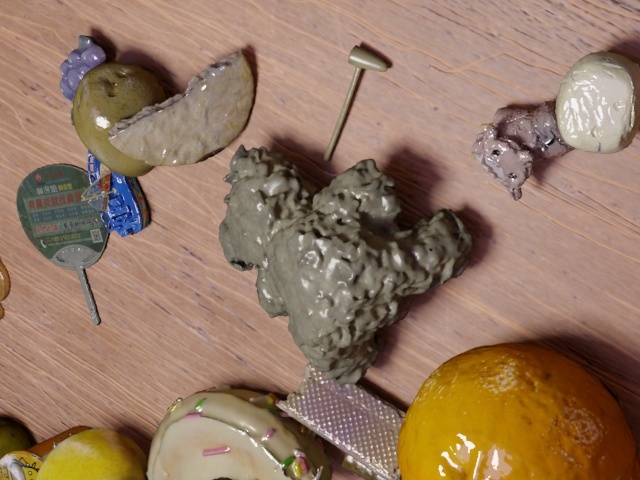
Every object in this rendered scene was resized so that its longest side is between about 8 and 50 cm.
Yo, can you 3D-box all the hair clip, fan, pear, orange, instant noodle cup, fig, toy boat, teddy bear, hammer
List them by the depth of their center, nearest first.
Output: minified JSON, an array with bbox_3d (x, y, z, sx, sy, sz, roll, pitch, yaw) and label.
[{"bbox_3d":[0.269,0.314,1.640,0.340,0.293,0.341,12,116,26],"label":"orange"},{"bbox_3d":[0.047,-0.195,1.757,0.060,0.028,0.195,28,124,13],"label":"hammer"},{"bbox_3d":[0.000,0.000,1.778,0.367,0.224,0.357,53,129,22],"label":"teddy bear"},{"bbox_3d":[-0.390,-0.258,1.995,0.124,0.052,0.195,20,126,33],"label":"hair clip"},{"bbox_3d":[-0.366,-0.084,1.999,0.091,0.110,0.175,-15,98,35],"label":"toy boat"},{"bbox_3d":[-0.375,0.473,2.062,0.178,0.267,0.267,4,113,61],"label":"pear"},{"bbox_3d":[-0.441,-0.015,2.134,0.294,0.012,0.223,52,125,5],"label":"fan"},{"bbox_3d":[-0.491,0.466,2.245,0.215,0.172,0.216,12,114,28],"label":"instant noodle cup"},{"bbox_3d":[-0.628,0.430,2.377,0.133,0.185,0.127,-2,68,38],"label":"fig"}]

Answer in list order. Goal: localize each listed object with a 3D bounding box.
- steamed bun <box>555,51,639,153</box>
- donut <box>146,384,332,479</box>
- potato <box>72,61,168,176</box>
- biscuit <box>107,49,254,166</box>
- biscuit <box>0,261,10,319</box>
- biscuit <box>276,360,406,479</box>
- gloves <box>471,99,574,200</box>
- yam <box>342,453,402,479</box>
[{"bbox_3d":[0.364,-0.181,1.518,0.112,0.091,0.130,13,111,23],"label":"steamed bun"},{"bbox_3d":[-0.154,0.406,2.027,0.307,0.150,0.371,40,124,14],"label":"donut"},{"bbox_3d":[-0.324,-0.188,1.917,0.157,0.157,0.194,27,143,21],"label":"potato"},{"bbox_3d":[-0.200,-0.186,1.843,0.250,0.032,0.133,-32,126,3],"label":"biscuit"},{"bbox_3d":[-0.668,0.101,2.309,0.184,0.027,0.133,-37,85,36],"label":"biscuit"},{"bbox_3d":[0.053,0.285,1.884,0.239,0.062,0.108,32,77,17],"label":"biscuit"},{"bbox_3d":[0.274,-0.131,1.598,0.110,0.094,0.144,44,117,-3],"label":"gloves"},{"bbox_3d":[0.148,0.396,1.890,0.253,0.061,0.061,24,119,23],"label":"yam"}]
